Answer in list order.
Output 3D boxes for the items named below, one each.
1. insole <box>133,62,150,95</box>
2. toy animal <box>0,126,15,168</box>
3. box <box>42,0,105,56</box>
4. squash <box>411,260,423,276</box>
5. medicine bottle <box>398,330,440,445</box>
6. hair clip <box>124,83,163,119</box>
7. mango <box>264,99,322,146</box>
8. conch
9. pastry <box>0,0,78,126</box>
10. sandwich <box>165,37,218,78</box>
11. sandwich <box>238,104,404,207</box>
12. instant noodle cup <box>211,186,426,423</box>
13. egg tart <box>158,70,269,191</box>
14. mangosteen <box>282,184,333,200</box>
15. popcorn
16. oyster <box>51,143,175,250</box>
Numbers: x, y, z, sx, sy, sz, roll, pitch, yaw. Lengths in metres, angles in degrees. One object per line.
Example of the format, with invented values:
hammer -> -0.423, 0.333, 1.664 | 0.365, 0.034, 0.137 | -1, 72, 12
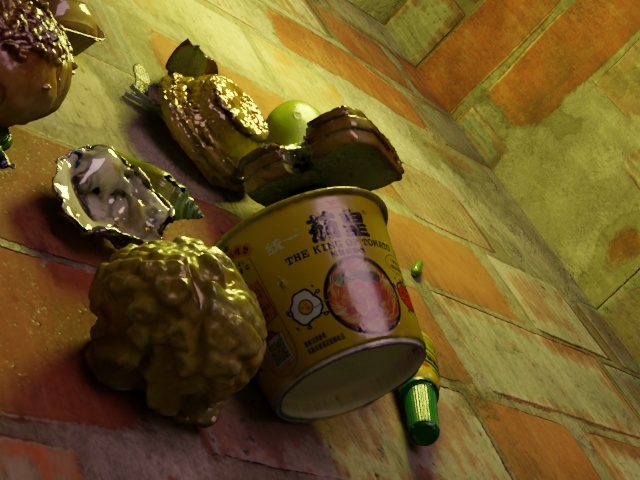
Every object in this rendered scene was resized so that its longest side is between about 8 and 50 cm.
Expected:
insole -> -0.368, -0.332, 2.222 | 0.045, 0.002, 0.135 | 34, 23, -25
toy animal -> -0.502, -0.178, 1.618 | 0.075, 0.041, 0.217 | 25, 23, -36
box -> -0.481, -0.408, 2.011 | 0.111, 0.111, 0.177 | 51, 21, 19
squash -> 0.230, 0.063, 2.550 | 0.027, 0.027, 0.089 | 43, 18, -3
medicine bottle -> 0.178, 0.268, 1.978 | 0.111, 0.076, 0.309 | 37, 22, -16
hair clip -> -0.336, -0.270, 2.128 | 0.115, 0.030, 0.039 | 33, 4, -33
mango -> -0.043, -0.194, 2.382 | 0.175, 0.143, 0.293 | 30, 34, -30
conch -> -0.283, -0.087, 1.813 | 0.201, 0.079, 0.095 | 41, 0, 18
pastry -> -0.494, -0.291, 1.566 | 0.284, 0.184, 0.316 | 29, 15, 7
sandwich -> -0.275, -0.359, 2.298 | 0.090, 0.088, 0.244 | 41, -2, -1
sandwich -> 0.000, -0.144, 2.081 | 0.249, 0.273, 0.095 | 35, 33, -60
instant noodle cup -> 0.002, 0.112, 1.648 | 0.325, 0.325, 0.254 | 16, 43, -52
egg tart -> -0.194, -0.232, 2.130 | 0.294, 0.123, 0.294 | 48, 20, -24
mangosteen -> 0.000, 0.000, 2.040 | 0.194, 0.194, 0.230 | 53, -4, 23
popcorn -> -0.188, 0.125, 1.414 | 0.237, 0.251, 0.206 | 1, 8, -13
oyster -> -0.331, -0.061, 1.648 | 0.223, 0.083, 0.214 | 4, 40, -52
